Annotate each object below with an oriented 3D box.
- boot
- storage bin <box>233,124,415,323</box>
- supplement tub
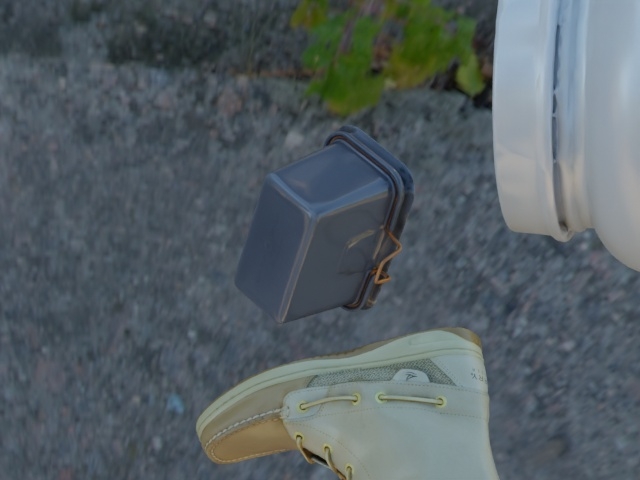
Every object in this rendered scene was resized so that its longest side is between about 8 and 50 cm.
[{"bbox_3d":[0.027,0.200,1.360,0.262,0.095,0.203,-16,62,11],"label":"boot"},{"bbox_3d":[0.000,0.000,1.177,0.091,0.135,0.098,-22,52,-42],"label":"storage bin"},{"bbox_3d":[0.269,-0.090,0.865,0.325,0.235,0.235,5,70,16],"label":"supplement tub"}]
